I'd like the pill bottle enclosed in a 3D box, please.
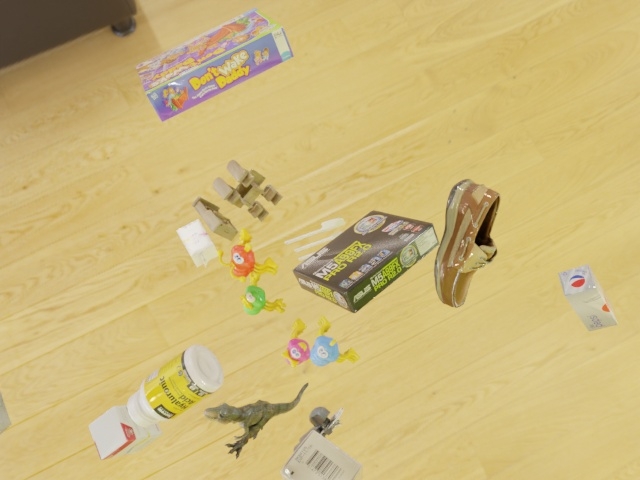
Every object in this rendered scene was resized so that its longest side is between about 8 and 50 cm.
[{"bbox_3d":[-0.185,0.187,0.694,0.116,0.065,0.065,-36,80,15],"label":"pill bottle"}]

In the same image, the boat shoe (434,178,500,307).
[{"bbox_3d":[0.362,0.018,1.335,0.120,0.122,0.324,20,117,37],"label":"boat shoe"}]

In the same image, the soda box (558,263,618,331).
[{"bbox_3d":[0.864,0.190,1.766,0.098,0.286,0.091,-22,48,28],"label":"soda box"}]

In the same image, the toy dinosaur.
[{"bbox_3d":[-0.124,0.347,1.064,0.064,0.268,0.118,42,110,30],"label":"toy dinosaur"}]

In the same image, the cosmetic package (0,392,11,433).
[{"bbox_3d":[-0.404,0.183,0.479,0.107,0.238,0.127,-3,110,14],"label":"cosmetic package"}]

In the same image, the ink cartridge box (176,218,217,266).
[{"bbox_3d":[-0.428,0.017,1.938,0.090,0.092,0.143,-30,66,-12],"label":"ink cartridge box"}]

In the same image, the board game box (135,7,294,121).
[{"bbox_3d":[-0.265,-0.438,1.343,0.347,0.078,0.233,-29,39,-6],"label":"board game box"}]

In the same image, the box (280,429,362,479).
[{"bbox_3d":[0.010,0.591,1.288,0.148,0.311,0.121,28,56,25],"label":"box"}]

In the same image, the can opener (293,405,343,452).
[{"bbox_3d":[-0.013,0.569,1.657,0.093,0.280,0.074,38,43,8],"label":"can opener"}]

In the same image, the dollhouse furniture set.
[{"bbox_3d":[-0.298,-0.150,1.882,0.242,0.212,0.161,-49,54,8],"label":"dollhouse furniture set"}]

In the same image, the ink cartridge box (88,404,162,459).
[{"bbox_3d":[-0.648,0.633,1.835,0.127,0.176,0.128,-38,66,12],"label":"ink cartridge box"}]

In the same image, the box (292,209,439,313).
[{"bbox_3d":[0.101,0.038,1.252,0.270,0.216,0.060,-36,118,-22],"label":"box"}]

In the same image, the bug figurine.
[{"bbox_3d":[-0.065,0.121,0.890,0.072,0.216,0.279,-39,75,-22],"label":"bug figurine"}]

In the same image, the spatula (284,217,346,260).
[{"bbox_3d":[0.000,0.000,2.012,0.242,0.168,0.019,-18,52,18],"label":"spatula"}]
